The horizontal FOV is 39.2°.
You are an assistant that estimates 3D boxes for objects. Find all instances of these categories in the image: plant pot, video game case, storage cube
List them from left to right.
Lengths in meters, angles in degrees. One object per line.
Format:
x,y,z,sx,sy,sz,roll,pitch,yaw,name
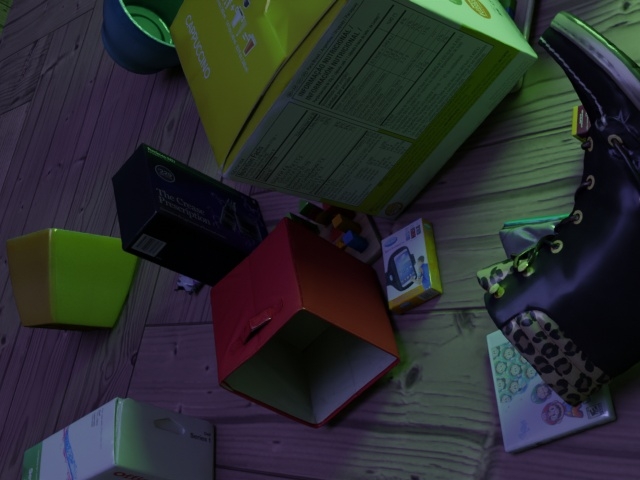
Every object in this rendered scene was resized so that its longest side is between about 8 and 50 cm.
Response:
-0.529,0.093,1.898,0.212,0.212,0.187,-9,75,46,plant pot
-0.368,-0.505,2.012,0.255,0.271,0.272,-25,51,57,plant pot
-0.027,0.121,1.295,0.183,0.215,0.193,-44,36,24,storage cube
0.271,0.161,1.077,0.143,0.019,0.157,-30,49,35,video game case

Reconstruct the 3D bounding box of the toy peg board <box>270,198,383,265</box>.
0.000,0.000,1.431,0.161,0.079,0.161,-45,41,23,toy peg board

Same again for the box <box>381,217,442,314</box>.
0.130,0.030,1.307,0.081,0.028,0.136,-31,50,35,box

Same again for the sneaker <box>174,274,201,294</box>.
-0.261,0.067,1.725,0.069,0.038,0.098,-53,39,12,sneaker

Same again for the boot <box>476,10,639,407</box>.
0.288,-0.030,0.979,0.284,0.138,0.377,-41,77,25,boot

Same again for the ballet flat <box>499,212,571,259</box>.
0.317,-0.010,1.098,0.213,0.072,0.068,-15,86,45,ballet flat

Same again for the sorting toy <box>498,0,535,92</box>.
0.231,-0.301,1.370,0.208,0.038,0.193,-7,65,47,sorting toy

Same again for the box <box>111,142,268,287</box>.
-0.217,-0.030,1.549,0.103,0.261,0.184,-46,42,21,box

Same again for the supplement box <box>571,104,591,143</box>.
0.363,-0.147,1.118,0.083,0.055,0.043,-12,62,46,supplement box

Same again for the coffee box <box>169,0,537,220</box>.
0.028,-0.286,1.288,0.338,0.334,0.338,-50,46,32,coffee box

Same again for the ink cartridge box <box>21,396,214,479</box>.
-0.339,0.380,1.503,0.278,0.201,0.117,-31,49,34,ink cartridge box
